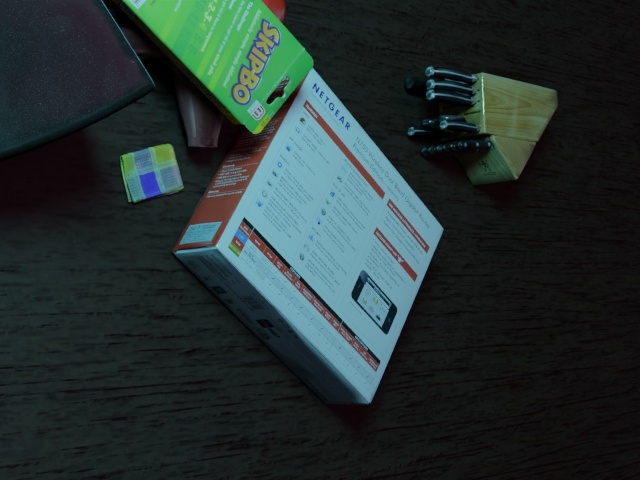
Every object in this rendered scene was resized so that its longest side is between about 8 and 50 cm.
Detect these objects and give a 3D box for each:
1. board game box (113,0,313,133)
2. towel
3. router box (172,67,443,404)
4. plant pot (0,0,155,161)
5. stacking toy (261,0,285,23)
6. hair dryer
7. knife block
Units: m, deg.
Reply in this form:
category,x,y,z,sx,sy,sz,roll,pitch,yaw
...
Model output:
category,x,y,z,sx,sy,sz,roll,pitch,yaw
board game box,-0.127,-0.251,1.354,0.259,0.039,0.124,45,74,-24
towel,-0.199,-0.080,1.387,0.083,0.009,0.060,-18,99,-47
router box,0.000,0.000,1.538,0.335,0.082,0.301,48,53,-32
plant pot,-0.312,-0.176,1.165,0.167,0.187,0.188,-45,118,-25
stacking toy,-0.113,-0.406,1.441,0.141,0.141,0.330,-25,108,-46
hair dryer,-0.199,-0.232,1.381,0.223,0.080,0.293,-44,115,-19
knife block,0.243,-0.219,1.824,0.242,0.088,0.276,55,50,-28
